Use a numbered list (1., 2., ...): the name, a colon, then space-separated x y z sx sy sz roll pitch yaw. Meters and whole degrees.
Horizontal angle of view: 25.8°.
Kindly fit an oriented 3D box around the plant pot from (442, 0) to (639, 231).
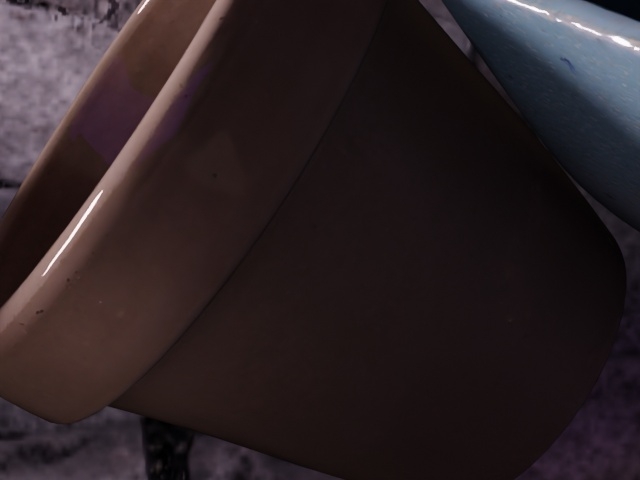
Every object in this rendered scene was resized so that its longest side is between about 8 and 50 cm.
1. plant pot: 0.234 -0.075 0.528 0.247 0.252 0.248 -48 49 -11

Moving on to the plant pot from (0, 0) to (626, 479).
1. plant pot: 0.000 0.000 0.614 0.229 0.263 0.263 34 84 -18
